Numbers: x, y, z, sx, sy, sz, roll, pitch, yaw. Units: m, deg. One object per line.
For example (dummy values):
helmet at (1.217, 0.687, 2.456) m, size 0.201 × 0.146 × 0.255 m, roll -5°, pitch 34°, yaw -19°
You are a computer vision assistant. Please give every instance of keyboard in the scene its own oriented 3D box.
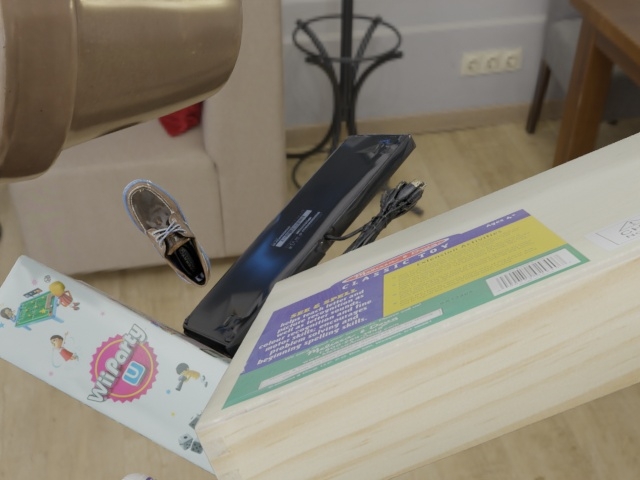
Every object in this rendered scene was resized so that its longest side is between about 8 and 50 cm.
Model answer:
keyboard at (0.000, 0.000, 0.901) m, size 0.317 × 0.033 × 0.201 m, roll -50°, pitch 30°, yaw -18°

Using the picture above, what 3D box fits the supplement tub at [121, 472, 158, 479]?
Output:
supplement tub at (-0.184, 0.516, 1.266) m, size 0.331 × 0.241 × 0.241 m, roll 21°, pitch 41°, yaw 1°

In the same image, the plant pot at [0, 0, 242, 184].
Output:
plant pot at (-0.198, -0.184, 0.696) m, size 0.229 × 0.263 × 0.263 m, roll -12°, pitch 38°, yaw -38°

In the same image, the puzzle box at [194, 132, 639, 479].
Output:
puzzle box at (0.152, -0.005, 0.432) m, size 0.409 × 0.052 × 0.272 m, roll -23°, pitch 7°, yaw 8°

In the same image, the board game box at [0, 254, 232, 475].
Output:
board game box at (-0.159, 0.136, 0.849) m, size 0.303 × 0.224 × 0.097 m, roll 28°, pitch 81°, yaw 3°

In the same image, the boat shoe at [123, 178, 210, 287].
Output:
boat shoe at (-0.209, -0.009, 1.199) m, size 0.066 × 0.183 × 0.066 m, roll -39°, pitch 26°, yaw -6°
